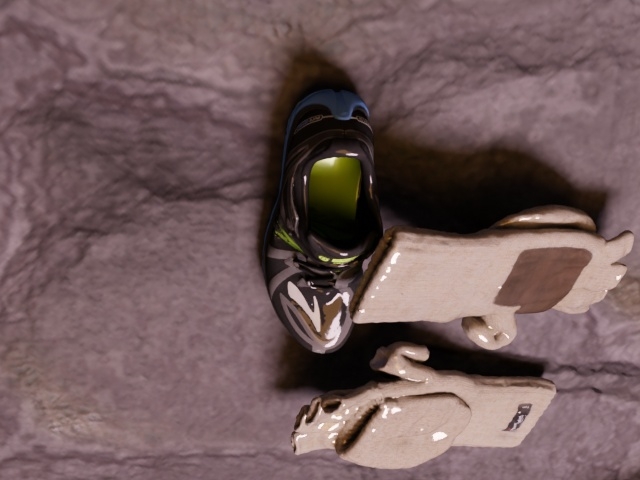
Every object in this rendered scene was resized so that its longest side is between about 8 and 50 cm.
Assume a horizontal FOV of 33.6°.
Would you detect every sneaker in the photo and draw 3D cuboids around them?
[{"bbox_3d":[0.000,0.000,0.665,0.067,0.078,0.188,0,126,-8],"label":"sneaker"}]

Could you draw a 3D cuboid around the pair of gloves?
[{"bbox_3d":[0.094,0.069,0.730,0.204,0.042,0.240,-4,134,-25],"label":"pair of gloves"}]
